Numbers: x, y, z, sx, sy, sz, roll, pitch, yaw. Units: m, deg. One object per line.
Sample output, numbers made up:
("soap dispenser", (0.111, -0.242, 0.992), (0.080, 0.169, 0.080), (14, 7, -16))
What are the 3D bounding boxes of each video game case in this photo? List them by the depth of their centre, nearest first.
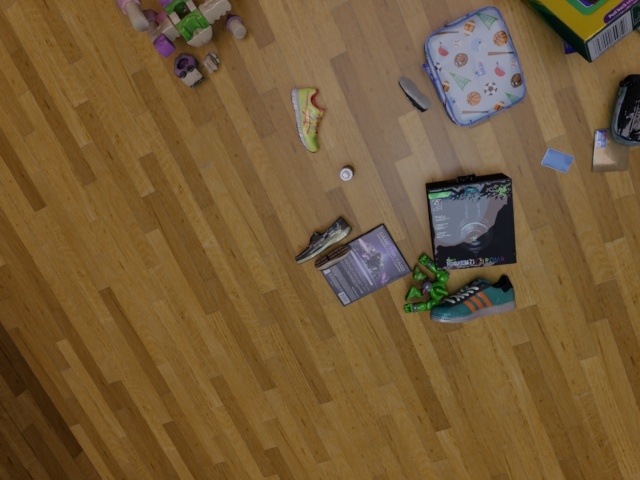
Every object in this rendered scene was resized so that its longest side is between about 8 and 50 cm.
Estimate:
("video game case", (0.147, 0.089, 1.623), (0.274, 0.026, 0.196), (-30, 99, 16))

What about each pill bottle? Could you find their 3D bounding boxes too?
("pill bottle", (0.086, -0.217, 1.509), (0.043, 0.083, 0.043), (3, 107, 9))

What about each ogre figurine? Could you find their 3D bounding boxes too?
("ogre figurine", (0.356, 0.159, 1.565), (0.118, 0.097, 0.197), (20, 66, -1))

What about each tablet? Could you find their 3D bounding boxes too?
("tablet", (0.721, -0.244, 1.431), (0.083, 0.006, 0.054), (20, 109, 3))

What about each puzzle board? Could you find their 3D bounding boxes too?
("puzzle board", (0.864, -0.269, 1.396), (0.096, 0.011, 0.128), (-2, 106, 12))

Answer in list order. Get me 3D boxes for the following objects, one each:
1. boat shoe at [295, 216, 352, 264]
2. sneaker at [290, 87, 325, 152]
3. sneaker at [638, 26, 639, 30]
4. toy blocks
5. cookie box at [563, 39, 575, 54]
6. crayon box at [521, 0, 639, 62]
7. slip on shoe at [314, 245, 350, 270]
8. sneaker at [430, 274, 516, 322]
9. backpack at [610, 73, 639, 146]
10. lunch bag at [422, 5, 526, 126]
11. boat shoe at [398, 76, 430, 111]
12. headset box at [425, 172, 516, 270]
("boat shoe", (0.000, 0.000, 1.597), (0.223, 0.080, 0.073), (-33, 93, 12))
("sneaker", (-0.028, -0.382, 1.482), (0.094, 0.081, 0.208), (-10, 104, 10))
("sneaker", (0.981, -0.608, 1.235), (0.256, 0.094, 0.151), (12, 102, 8))
("toy blocks", (-0.418, -0.701, 1.411), (0.288, 0.309, 0.260), (-35, 65, 6))
("cookie box", (0.702, -0.563, 1.284), (0.040, 0.107, 0.092), (-11, 104, 13))
("crayon box", (0.721, -0.676, 1.149), (0.363, 0.106, 0.313), (-38, 56, 22))
("slip on shoe", (0.045, 0.065, 1.602), (0.135, 0.051, 0.041), (-32, 138, 9))
("sneaker", (0.489, 0.187, 1.526), (0.302, 0.108, 0.121), (-10, 94, -15))
("backpack", (0.892, -0.354, 1.306), (0.152, 0.115, 0.182), (18, 100, 25))
("lunch bag", (0.433, -0.495, 1.352), (0.243, 0.115, 0.303), (-22, 102, 18))
("boat shoe", (0.281, -0.443, 1.431), (0.125, 0.038, 0.046), (41, 66, -5))
("headset box", (0.465, -0.068, 1.463), (0.246, 0.131, 0.283), (-6, 105, 11))
